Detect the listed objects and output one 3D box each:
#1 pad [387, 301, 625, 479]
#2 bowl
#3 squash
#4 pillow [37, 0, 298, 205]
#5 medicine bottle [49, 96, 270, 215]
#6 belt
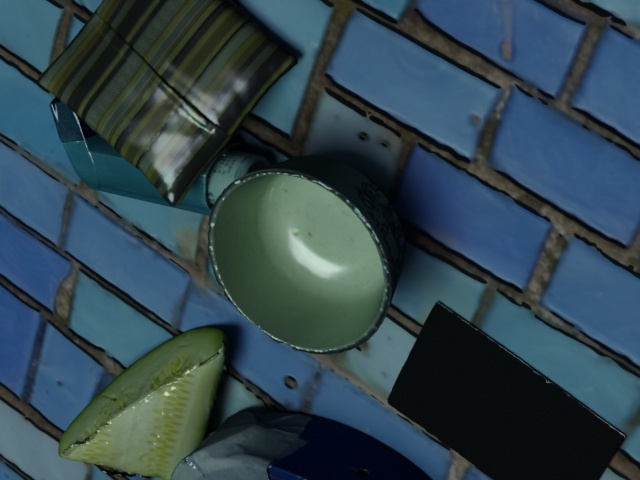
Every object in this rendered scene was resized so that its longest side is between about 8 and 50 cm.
[{"bbox_3d":[0.192,0.188,1.721,0.243,0.004,0.163,35,130,15],"label":"pad"},{"bbox_3d":[0.000,0.000,1.675,0.211,0.112,0.211,15,125,23],"label":"bowl"},{"bbox_3d":[-0.209,0.169,1.942,0.169,0.093,0.252,12,129,-7],"label":"squash"},{"bbox_3d":[-0.162,-0.178,1.693,0.212,0.052,0.208,43,102,10],"label":"pillow"},{"bbox_3d":[-0.175,-0.097,1.779,0.258,0.079,0.124,15,124,29],"label":"medicine bottle"},{"bbox_3d":[-0.007,0.322,1.869,0.347,0.117,0.212,17,126,28],"label":"belt"}]
